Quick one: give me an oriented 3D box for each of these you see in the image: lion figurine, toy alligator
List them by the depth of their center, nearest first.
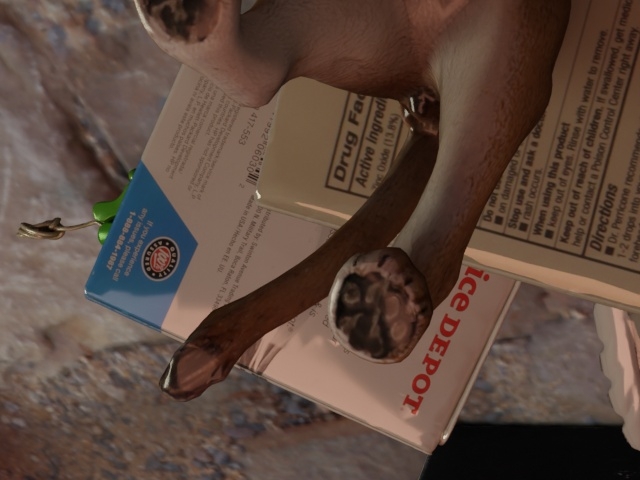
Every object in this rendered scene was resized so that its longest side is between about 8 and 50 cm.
[{"bbox_3d":[0.057,-0.147,0.519,0.142,0.240,0.392,29,116,10],"label":"lion figurine"},{"bbox_3d":[-0.084,-0.020,0.916,0.190,0.056,0.051,5,92,21],"label":"toy alligator"}]

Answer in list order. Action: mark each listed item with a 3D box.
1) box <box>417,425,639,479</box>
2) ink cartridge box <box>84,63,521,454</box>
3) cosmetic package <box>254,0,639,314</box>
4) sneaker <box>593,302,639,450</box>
[{"bbox_3d":[0.243,0.275,0.951,0.343,0.179,0.312,-3,131,27],"label":"box"},{"bbox_3d":[0.000,0.000,0.824,0.191,0.082,0.139,25,98,0],"label":"ink cartridge box"},{"bbox_3d":[0.143,-0.048,0.652,0.296,0.129,0.153,17,97,15],"label":"cosmetic package"},{"bbox_3d":[0.192,0.025,0.787,0.115,0.105,0.281,-10,126,32],"label":"sneaker"}]
